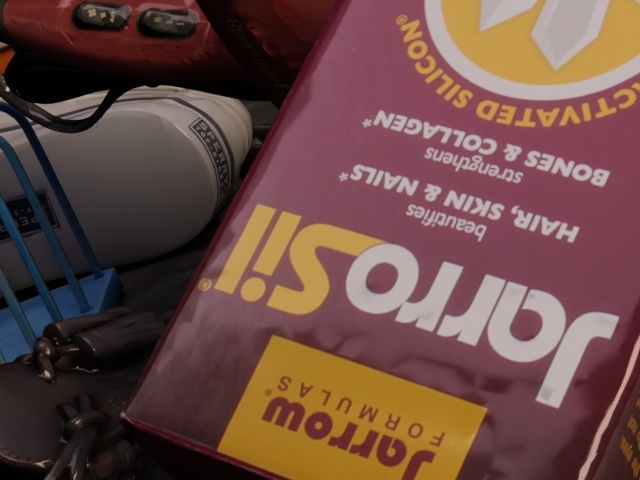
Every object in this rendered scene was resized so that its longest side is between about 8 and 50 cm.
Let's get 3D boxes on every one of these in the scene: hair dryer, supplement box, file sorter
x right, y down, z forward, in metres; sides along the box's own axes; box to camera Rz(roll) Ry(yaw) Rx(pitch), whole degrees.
[{"bbox_3d":[-0.030,-0.057,0.633,0.223,0.080,0.293,6,-11,-10],"label":"hair dryer"},{"bbox_3d":[0.051,-0.010,0.419,0.104,0.081,0.188,17,70,28],"label":"supplement box"},{"bbox_3d":[-0.161,0.026,0.719,0.118,0.104,0.170,-21,18,9],"label":"file sorter"}]

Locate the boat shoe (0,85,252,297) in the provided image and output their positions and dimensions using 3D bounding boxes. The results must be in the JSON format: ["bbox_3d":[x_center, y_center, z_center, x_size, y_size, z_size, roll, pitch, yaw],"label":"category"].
[{"bbox_3d":[-0.158,-0.025,0.883,0.267,0.096,0.088,-15,16,22],"label":"boat shoe"}]

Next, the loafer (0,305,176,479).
[{"bbox_3d":[-0.104,0.079,0.508,0.109,0.095,0.302,-4,27,47],"label":"loafer"}]

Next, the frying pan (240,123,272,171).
[{"bbox_3d":[-0.137,-0.045,0.992,0.197,0.053,0.326,-27,15,-10],"label":"frying pan"}]

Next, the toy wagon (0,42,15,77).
[{"bbox_3d":[-0.125,-0.146,1.119,0.344,0.068,0.267,-20,-1,4],"label":"toy wagon"}]

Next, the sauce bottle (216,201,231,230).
[{"bbox_3d":[0.000,0.000,0.690,0.042,0.042,0.128,-33,21,-25],"label":"sauce bottle"}]
